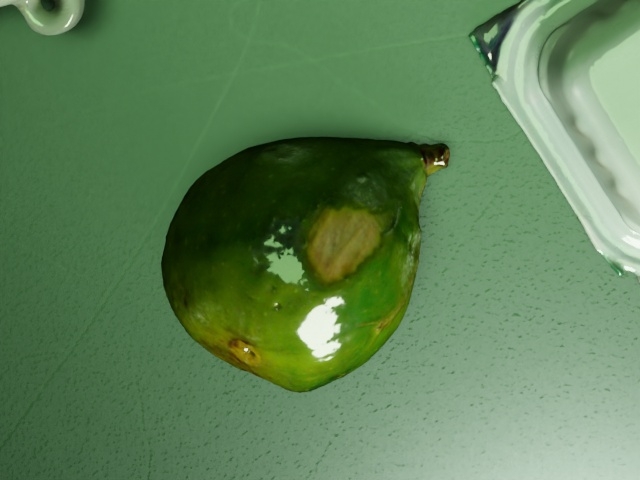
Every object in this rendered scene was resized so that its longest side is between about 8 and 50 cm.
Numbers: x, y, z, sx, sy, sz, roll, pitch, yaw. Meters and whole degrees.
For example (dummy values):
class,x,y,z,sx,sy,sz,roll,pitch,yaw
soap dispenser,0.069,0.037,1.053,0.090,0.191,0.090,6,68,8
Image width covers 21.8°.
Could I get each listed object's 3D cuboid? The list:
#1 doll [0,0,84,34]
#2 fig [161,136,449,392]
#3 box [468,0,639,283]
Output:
class,x,y,z,sx,sy,sz,roll,pitch,yaw
doll,-0.310,-0.310,1.286,0.376,0.187,0.365,-43,103,-2
fig,0.000,0.000,1.302,0.195,0.195,0.245,48,65,-2
box,0.319,-0.137,1.268,0.336,0.106,0.264,-33,93,9
